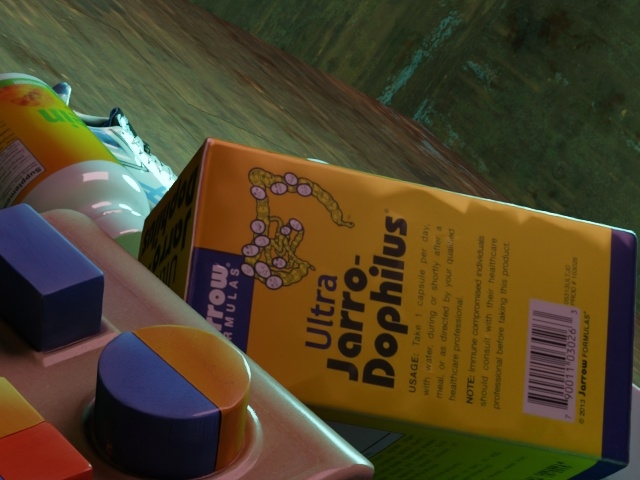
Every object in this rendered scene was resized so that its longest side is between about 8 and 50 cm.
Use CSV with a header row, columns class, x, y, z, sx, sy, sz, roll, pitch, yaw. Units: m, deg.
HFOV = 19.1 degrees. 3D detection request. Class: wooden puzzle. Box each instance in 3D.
class,x,y,z,sx,sy,sz,roll,pitch,yaw
wooden puzzle,-0.186,0.082,1.130,0.348,0.080,0.322,-15,40,-39

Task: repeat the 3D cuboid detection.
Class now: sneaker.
class,x,y,z,sx,sy,sz,roll,pitch,yaw
sneaker,-0.215,-0.090,2.117,0.237,0.086,0.085,32,10,-20

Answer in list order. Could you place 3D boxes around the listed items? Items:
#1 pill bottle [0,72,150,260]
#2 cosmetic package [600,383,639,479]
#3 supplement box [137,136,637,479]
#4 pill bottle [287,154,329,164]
class,x,y,z,sx,sy,sz,roll,pitch,yaw
pill bottle,-0.236,-0.033,1.691,0.136,0.136,0.246,22,18,-49
cosmetic package,0.180,0.161,1.812,0.284,0.097,0.377,36,-14,1
supplement box,0.043,0.075,1.479,0.357,0.195,0.194,12,-22,-16
pill bottle,0.000,0.000,2.207,0.146,0.146,0.264,26,15,-39
